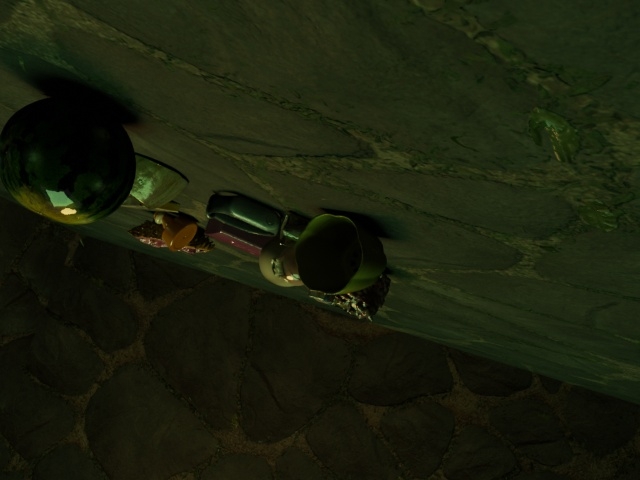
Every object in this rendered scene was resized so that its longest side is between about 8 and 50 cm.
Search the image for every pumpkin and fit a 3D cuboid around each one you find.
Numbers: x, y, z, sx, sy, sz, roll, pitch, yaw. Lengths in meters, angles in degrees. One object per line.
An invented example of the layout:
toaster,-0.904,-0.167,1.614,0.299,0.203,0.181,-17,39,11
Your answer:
pumpkin,-0.467,-0.148,1.545,0.217,0.110,0.217,22,174,2

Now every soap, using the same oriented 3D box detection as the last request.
soap,-0.222,-0.009,1.863,0.259,0.081,0.181,24,167,-26

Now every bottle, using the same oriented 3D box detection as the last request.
bottle,-0.078,0.063,1.661,0.148,0.147,0.236,22,174,-19

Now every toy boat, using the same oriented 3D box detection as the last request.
toy boat,-0.019,-0.012,1.571,0.210,0.084,0.066,13,177,-28

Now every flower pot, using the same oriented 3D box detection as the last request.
flower pot,0.064,0.039,1.433,0.195,0.195,0.179,10,180,35

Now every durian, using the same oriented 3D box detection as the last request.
durian,-0.550,-0.025,2.259,0.341,0.112,0.191,15,163,-29

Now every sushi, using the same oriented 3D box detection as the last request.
sushi,0.078,0.144,1.903,0.270,0.170,0.236,16,170,37

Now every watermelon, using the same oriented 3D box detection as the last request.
watermelon,-0.497,-0.157,1.169,0.269,0.269,0.269,17,169,4

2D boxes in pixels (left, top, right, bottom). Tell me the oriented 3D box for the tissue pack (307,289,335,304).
tissue pack,0.022,0.104,1.730,0.065,0.155,0.115,14,171,16

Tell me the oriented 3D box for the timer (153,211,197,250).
timer,-0.539,-0.056,2.109,0.152,0.132,0.132,39,173,13

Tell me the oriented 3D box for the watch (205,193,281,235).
watch,-0.209,-0.067,1.611,0.206,0.068,0.193,20,168,-21

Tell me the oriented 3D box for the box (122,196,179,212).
box,-0.585,-0.120,1.963,0.129,0.033,0.247,9,177,-41
